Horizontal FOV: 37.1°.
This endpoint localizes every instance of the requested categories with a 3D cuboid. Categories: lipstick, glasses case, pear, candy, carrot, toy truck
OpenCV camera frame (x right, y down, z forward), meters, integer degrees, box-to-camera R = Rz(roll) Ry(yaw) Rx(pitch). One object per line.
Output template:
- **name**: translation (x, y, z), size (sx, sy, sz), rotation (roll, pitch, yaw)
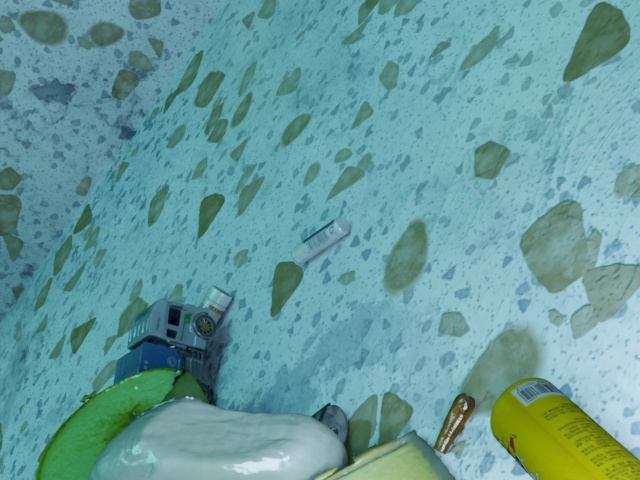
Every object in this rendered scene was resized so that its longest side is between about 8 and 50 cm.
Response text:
- **lipstick**: translation (0.000, 0.000, 1.917), size (0.141, 0.040, 0.040), rotation (-35, 36, 37)
- **glasses case**: translation (-0.075, 0.391, 1.623), size (0.299, 0.060, 0.114), rotation (-42, 12, 28)
- **pear**: translation (-0.328, 0.445, 1.735), size (0.238, 0.318, 0.342), rotation (-5, 35, 37)
- **candy**: translation (-0.170, 0.415, 1.452), size (0.186, 0.386, 0.427), rotation (-99, 29, -42)
- **carrot**: translation (0.193, 0.263, 1.374), size (0.093, 0.032, 0.032), rotation (-63, 29, 2)
- **toy truck**: translation (-0.328, 0.302, 1.984), size (0.146, 0.175, 0.367), rotation (-32, 44, 43)

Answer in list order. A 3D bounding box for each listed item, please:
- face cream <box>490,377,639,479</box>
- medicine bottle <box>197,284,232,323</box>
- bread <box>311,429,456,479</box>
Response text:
- **face cream**: translation (0.321, 0.282, 1.078), size (0.105, 0.105, 0.348), rotation (-55, 29, 6)
- **medicine bottle**: translation (-0.243, 0.151, 2.132), size (0.089, 0.057, 0.057), rotation (-58, 29, 0)
- **bread**: translation (0.024, 0.411, 1.200), size (0.346, 0.405, 0.242), rotation (39, 108, 49)
